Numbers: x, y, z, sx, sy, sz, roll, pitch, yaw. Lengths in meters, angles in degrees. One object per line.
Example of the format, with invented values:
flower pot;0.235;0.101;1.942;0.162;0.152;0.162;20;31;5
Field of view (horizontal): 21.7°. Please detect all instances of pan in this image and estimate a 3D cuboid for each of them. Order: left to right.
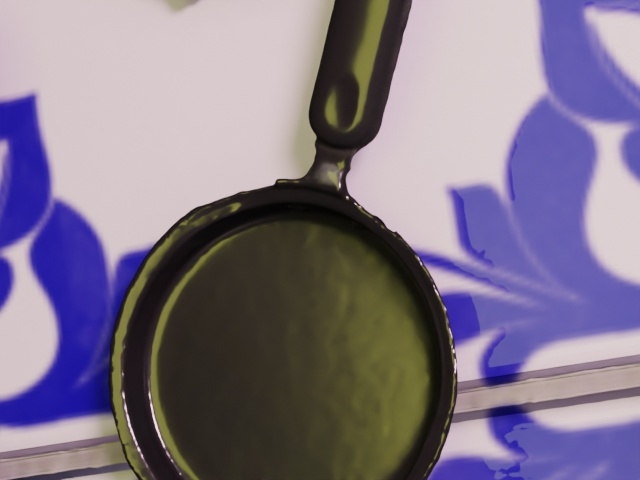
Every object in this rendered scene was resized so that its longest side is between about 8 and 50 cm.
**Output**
pan;0.000;0.000;0.605;0.136;0.028;0.235;18;96;20
